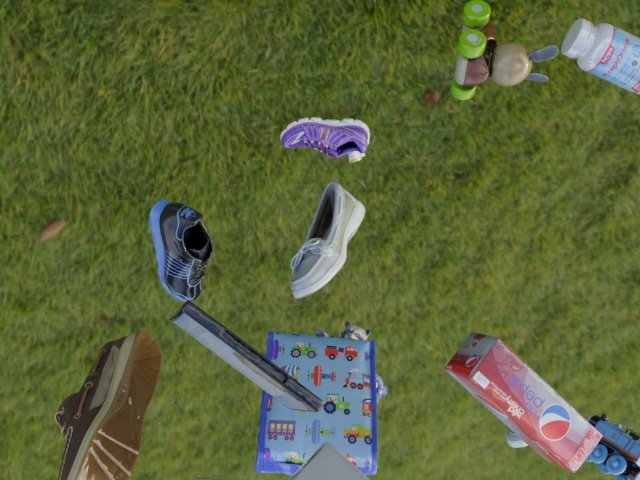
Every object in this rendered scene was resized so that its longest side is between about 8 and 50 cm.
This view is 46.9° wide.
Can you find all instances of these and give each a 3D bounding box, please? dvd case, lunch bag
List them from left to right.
[{"bbox_3d":[-0.120,0.184,1.143,0.253,0.022,0.180,38,162,-6],"label":"dvd case"},{"bbox_3d":[-0.005,0.332,1.420,0.220,0.293,0.138,5,130,-3],"label":"lunch bag"}]

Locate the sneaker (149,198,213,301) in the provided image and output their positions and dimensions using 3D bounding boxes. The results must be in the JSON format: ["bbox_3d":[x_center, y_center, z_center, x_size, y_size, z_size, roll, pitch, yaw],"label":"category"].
[{"bbox_3d":[-0.232,0.032,1.298,0.090,0.081,0.232,18,139,24],"label":"sneaker"}]

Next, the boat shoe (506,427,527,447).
[{"bbox_3d":[0.483,0.403,1.742,0.079,0.227,0.081,-13,101,32],"label":"boat shoe"}]

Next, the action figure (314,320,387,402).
[{"bbox_3d":[0.004,0.329,1.793,0.330,0.178,0.341,-53,134,-21],"label":"action figure"}]

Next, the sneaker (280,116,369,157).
[{"bbox_3d":[0.007,-0.189,1.387,0.169,0.071,0.068,-1,157,8],"label":"sneaker"}]

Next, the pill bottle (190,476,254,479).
[{"bbox_3d":[-0.214,0.526,1.468,0.184,0.103,0.103,-3,137,19],"label":"pill bottle"}]

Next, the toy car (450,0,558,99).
[{"bbox_3d":[0.359,-0.359,1.437,0.188,0.149,0.155,10,154,8],"label":"toy car"}]

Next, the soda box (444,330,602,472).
[{"bbox_3d":[0.332,0.265,1.212,0.263,0.092,0.083,43,78,-13],"label":"soda box"}]

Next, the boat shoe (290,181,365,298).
[{"bbox_3d":[0.002,-0.002,1.632,0.103,0.320,0.118,46,138,-18],"label":"boat shoe"}]

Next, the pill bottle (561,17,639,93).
[{"bbox_3d":[0.507,-0.323,1.282,0.160,0.087,0.087,22,127,-6],"label":"pill bottle"}]

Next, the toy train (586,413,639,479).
[{"bbox_3d":[0.618,0.438,1.565,0.105,0.184,0.080,-50,122,-7],"label":"toy train"}]

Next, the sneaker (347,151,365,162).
[{"bbox_3d":[0.070,-0.180,1.466,0.031,0.083,0.037,-13,104,9],"label":"sneaker"}]

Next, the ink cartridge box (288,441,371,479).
[{"bbox_3d":[0.053,0.190,0.341,0.072,0.127,0.175,-46,129,-10],"label":"ink cartridge box"}]

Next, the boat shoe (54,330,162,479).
[{"bbox_3d":[-0.373,0.301,1.231,0.123,0.342,0.123,-8,136,19],"label":"boat shoe"}]
